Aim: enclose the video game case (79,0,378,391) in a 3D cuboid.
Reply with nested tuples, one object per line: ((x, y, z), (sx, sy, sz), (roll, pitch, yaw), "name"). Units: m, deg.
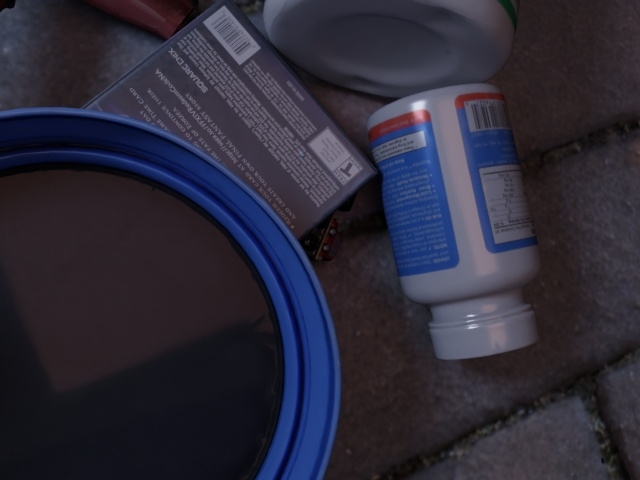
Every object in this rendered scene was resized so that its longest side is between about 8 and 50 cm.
((-0.117, -0.041, 0.589), (0.274, 0.026, 0.196), (-41, 93, -8), "video game case")

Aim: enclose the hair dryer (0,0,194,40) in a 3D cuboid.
((-0.240, -0.198, 0.549), (0.294, 0.080, 0.223), (-3, 77, -29), "hair dryer")

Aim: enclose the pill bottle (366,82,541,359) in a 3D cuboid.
((0.121, -0.014, 0.631), (0.124, 0.124, 0.221), (-10, 87, -18), "pill bottle")

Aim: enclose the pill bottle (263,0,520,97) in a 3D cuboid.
((0.081, -0.323, 0.613), (0.204, 0.204, 0.360), (13, 78, -15), "pill bottle")

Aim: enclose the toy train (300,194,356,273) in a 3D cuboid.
((0.000, 0.000, 0.644), (0.036, 0.027, 0.158), (28, 75, -23), "toy train")

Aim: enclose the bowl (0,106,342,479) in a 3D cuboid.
((-0.182, 0.106, 0.515), (0.392, 0.077, 0.390), (0, 91, -14), "bowl")
